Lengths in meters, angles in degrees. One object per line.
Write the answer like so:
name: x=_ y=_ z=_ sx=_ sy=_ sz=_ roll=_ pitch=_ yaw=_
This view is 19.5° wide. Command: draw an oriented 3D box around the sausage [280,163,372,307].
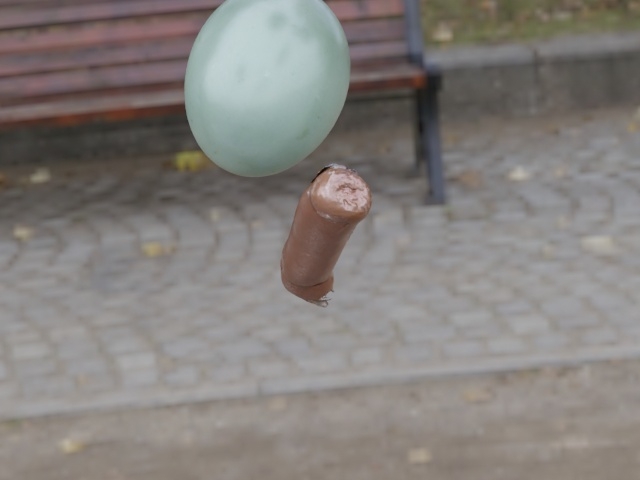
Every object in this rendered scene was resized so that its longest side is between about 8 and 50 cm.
sausage: x=0.000 y=0.000 z=1.119 sx=0.036 sy=0.042 sz=0.158 roll=-34 pitch=-15 yaw=-20

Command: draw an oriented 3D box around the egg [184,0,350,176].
egg: x=-0.049 y=-0.148 z=1.715 sx=0.149 sy=0.149 sz=0.192 roll=2 pitch=57 yaw=25
